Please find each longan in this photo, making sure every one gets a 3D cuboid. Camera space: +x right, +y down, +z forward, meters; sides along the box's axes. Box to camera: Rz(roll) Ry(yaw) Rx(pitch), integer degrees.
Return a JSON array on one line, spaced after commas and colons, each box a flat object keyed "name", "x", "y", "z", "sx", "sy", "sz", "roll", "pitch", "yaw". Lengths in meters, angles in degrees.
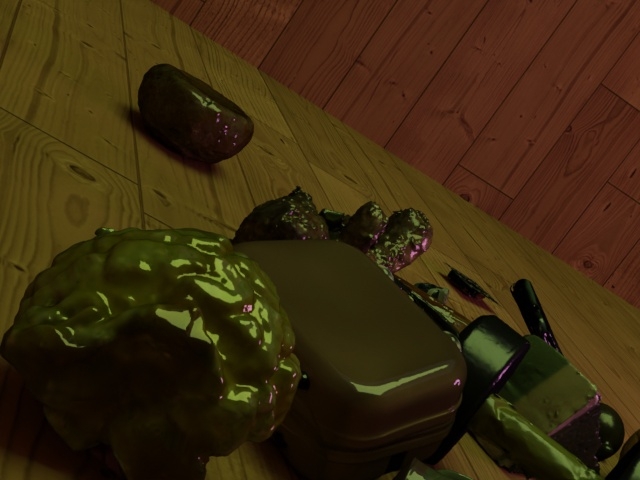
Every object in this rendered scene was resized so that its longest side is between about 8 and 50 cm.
[{"name": "longan", "x": 0.446, "y": 0.319, "z": 1.839, "sx": 0.106, "sy": 0.106, "sz": 0.119, "roll": 32, "pitch": 21, "yaw": -15}]

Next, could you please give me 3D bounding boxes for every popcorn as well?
[{"name": "popcorn", "x": -0.149, "y": 0.098, "z": 0.951, "sx": 0.237, "sy": 0.206, "sz": 0.251, "roll": 53, "pitch": 29, "yaw": 12}]

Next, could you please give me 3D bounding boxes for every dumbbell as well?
[{"name": "dumbbell", "x": 0.269, "y": 0.261, "z": 1.387, "sx": 0.322, "sy": 0.203, "sz": 0.204, "roll": 38, "pitch": 13, "yaw": 14}]

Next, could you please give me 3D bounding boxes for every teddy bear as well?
[{"name": "teddy bear", "x": 0.004, "y": -0.007, "z": 1.664, "sx": 0.296, "sy": 0.246, "sz": 0.222, "roll": -51, "pitch": 121, "yaw": -44}]

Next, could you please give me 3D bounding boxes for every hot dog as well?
[{"name": "hot dog", "x": 0.158, "y": 0.121, "z": 1.896, "sx": 0.250, "sy": 0.076, "sz": 0.104, "roll": 33, "pitch": 5, "yaw": 0}]

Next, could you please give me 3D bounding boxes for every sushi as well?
[{"name": "sushi", "x": 0.331, "y": 0.108, "z": 2.484, "sx": 0.126, "sy": 0.026, "sz": 0.120, "roll": 30, "pitch": 10, "yaw": -38}]

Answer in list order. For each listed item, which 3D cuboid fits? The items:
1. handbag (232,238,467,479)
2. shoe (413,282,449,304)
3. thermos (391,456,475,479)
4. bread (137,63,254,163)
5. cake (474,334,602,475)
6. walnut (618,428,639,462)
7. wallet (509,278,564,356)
[{"name": "handbag", "x": 0.037, "y": 0.122, "z": 1.268, "sx": 0.283, "sy": 0.149, "sz": 0.302, "roll": -8, "pitch": 36, "yaw": -35}, {"name": "shoe", "x": 0.199, "y": 0.109, "z": 2.085, "sx": 0.071, "sy": 0.063, "sz": 0.143, "roll": 20, "pitch": 3, "yaw": 18}, {"name": "thermos", "x": 0.180, "y": 0.315, "z": 1.118, "sx": 0.265, "sy": 0.146, "sz": 0.176, "roll": 31, "pitch": 18, "yaw": 10}, {"name": "bread", "x": -0.231, "y": -0.222, "z": 2.037, "sx": 0.230, "sy": 0.123, "sz": 0.230, "roll": 32, "pitch": 8, "yaw": -5}, {"name": "cake", "x": 0.361, "y": 0.261, "z": 1.701, "sx": 0.284, "sy": 0.172, "sz": 0.158, "roll": 24, "pitch": 19, "yaw": -46}, {"name": "walnut", "x": 0.558, "y": 0.376, "z": 1.807, "sx": 0.165, "sy": 0.165, "sz": 0.197, "roll": 39, "pitch": 22, "yaw": 15}, {"name": "wallet", "x": 0.420, "y": 0.230, "z": 1.960, "sx": 0.318, "sy": 0.045, "sz": 0.172, "roll": 60, "pitch": 9, "yaw": -22}]
